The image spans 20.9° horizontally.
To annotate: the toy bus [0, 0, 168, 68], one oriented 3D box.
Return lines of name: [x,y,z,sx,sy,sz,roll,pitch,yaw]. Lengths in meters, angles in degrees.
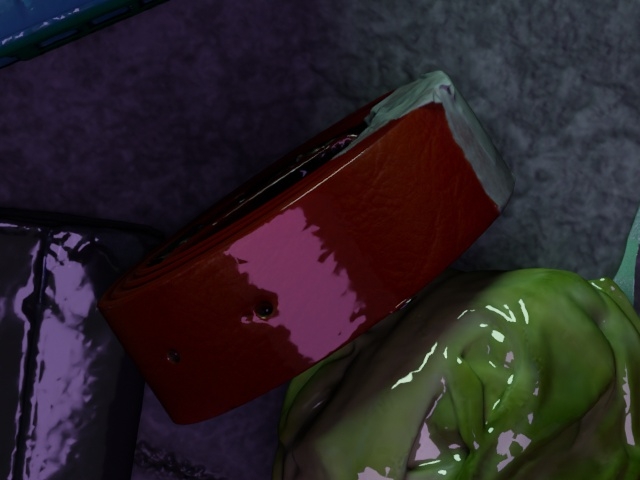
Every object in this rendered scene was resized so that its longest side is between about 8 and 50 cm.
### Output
toy bus: [-0.150,-0.247,1.209,0.343,0.199,0.183,-24,103,-2]

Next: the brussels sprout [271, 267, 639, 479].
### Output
brussels sprout: [0.122,0.158,1.297,0.328,0.247,0.328,5,75,-20]

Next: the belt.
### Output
belt: [0.000,0.000,1.259,0.324,0.227,0.115,-36,102,-12]

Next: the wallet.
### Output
wallet: [-0.259,0.175,1.358,0.228,0.062,0.406,7,102,-8]

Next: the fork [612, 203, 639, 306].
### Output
fork: [0.257,-0.016,1.393,0.039,0.021,0.235,16,101,-12]
